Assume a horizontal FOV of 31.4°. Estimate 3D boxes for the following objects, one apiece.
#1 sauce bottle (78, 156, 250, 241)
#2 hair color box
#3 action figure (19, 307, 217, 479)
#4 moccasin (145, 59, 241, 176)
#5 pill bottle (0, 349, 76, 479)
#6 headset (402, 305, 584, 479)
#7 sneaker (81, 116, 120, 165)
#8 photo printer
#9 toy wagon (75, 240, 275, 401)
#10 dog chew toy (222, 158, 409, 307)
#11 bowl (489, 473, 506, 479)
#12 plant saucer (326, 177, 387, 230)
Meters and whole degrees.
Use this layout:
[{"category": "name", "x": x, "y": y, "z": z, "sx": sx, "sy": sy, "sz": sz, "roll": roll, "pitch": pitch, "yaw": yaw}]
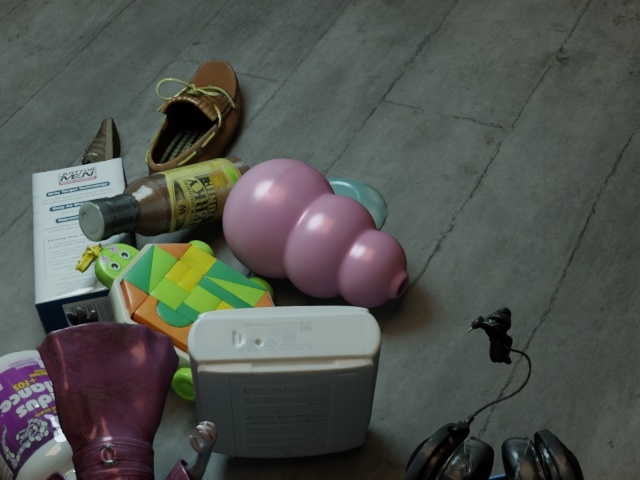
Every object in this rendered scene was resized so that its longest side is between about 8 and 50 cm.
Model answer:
[{"category": "sauce bottle", "x": -0.264, "y": -0.066, "z": 1.984, "sx": 0.111, "sy": 0.111, "sz": 0.344, "roll": 28, "pitch": 32, "yaw": 33}, {"category": "hair color box", "x": -0.414, "y": 0.010, "z": 2.018, "sx": 0.173, "sy": 0.105, "sz": 0.347, "roll": -10, "pitch": 44, "yaw": -6}, {"category": "action figure", "x": -0.282, "y": 0.287, "z": 1.477, "sx": 0.248, "sy": 0.276, "sz": 0.370, "roll": 3, "pitch": 61, "yaw": -20}, {"category": "moccasin", "x": -0.252, "y": -0.234, "z": 2.214, "sx": 0.139, "sy": 0.147, "sz": 0.380, "roll": 9, "pitch": 46, "yaw": 18}, {"category": "pill bottle", "x": -0.390, "y": 0.307, "z": 1.661, "sx": 0.169, "sy": 0.169, "sz": 0.301, "roll": -31, "pitch": 48, "yaw": -21}, {"category": "headset", "x": 0.220, "y": 0.290, "z": 1.451, "sx": 0.243, "sy": 0.185, "sz": 0.394, "roll": 3, "pitch": 56, "yaw": 12}, {"category": "sneaker", "x": -0.437, "y": -0.175, "z": 2.245, "sx": 0.071, "sy": 0.066, "sz": 0.188, "roll": -10, "pitch": 43, "yaw": 1}, {"category": "photo printer", "x": -0.049, "y": 0.210, "z": 1.599, "sx": 0.256, "sy": 0.307, "sz": 0.107, "roll": -2, "pitch": 55, "yaw": -2}, {"category": "toy wagon", "x": -0.234, "y": 0.099, "z": 1.827, "sx": 0.344, "sy": 0.068, "sz": 0.267, "roll": 32, "pitch": 41, "yaw": 2}, {"category": "dog chew toy", "x": 0.000, "y": 0.000, "z": 1.899, "sx": 0.331, "sy": 0.207, "sz": 0.206, "roll": 29, "pitch": 55, "yaw": 23}, {"category": "bowl", "x": 0.273, "y": 0.476, "z": 1.438, "sx": 0.391, "sy": 0.077, "sz": 0.391, "roll": -5, "pitch": 44, "yaw": 5}, {"category": "plant saucer", "x": 0.023, "y": -0.061, "z": 2.068, "sx": 0.195, "sy": 0.037, "sz": 0.195, "roll": -5, "pitch": 43, "yaw": 4}]
